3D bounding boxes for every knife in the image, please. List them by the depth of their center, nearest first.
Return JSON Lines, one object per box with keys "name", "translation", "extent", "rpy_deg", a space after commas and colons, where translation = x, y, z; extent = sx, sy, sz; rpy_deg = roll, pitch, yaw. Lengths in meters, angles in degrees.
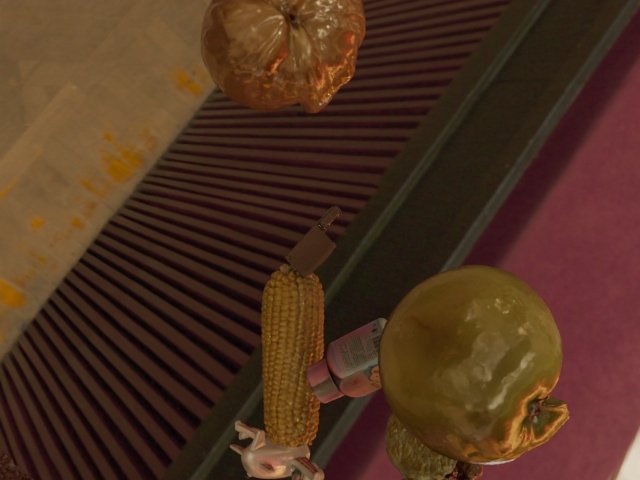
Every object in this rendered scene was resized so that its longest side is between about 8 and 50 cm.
{"name": "knife", "translation": [0.000, 0.000, 1.597], "extent": [0.072, 0.019, 0.245], "rpy_deg": [46, 41, -5]}

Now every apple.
{"name": "apple", "translation": [0.219, 0.201, 1.093], "extent": [0.234, 0.258, 0.295], "rpy_deg": [-20, 122, -24]}

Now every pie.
{"name": "pie", "translation": [0.295, 0.511, 1.903], "extent": [0.105, 0.257, 0.274], "rpy_deg": [64, 26, -43]}

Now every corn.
{"name": "corn", "translation": [-0.062, 0.242, 1.562], "extent": [0.144, 0.144, 0.386], "rpy_deg": [6, 81, -31]}

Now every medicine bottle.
{"name": "medicine bottle", "translation": [0.073, 0.237, 1.382], "extent": [0.188, 0.094, 0.119], "rpy_deg": [-29, 143, 14]}

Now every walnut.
{"name": "walnut", "translation": [-0.065, -0.356, 1.267], "extent": [0.296, 0.285, 0.285], "rpy_deg": [-36, 114, -7]}

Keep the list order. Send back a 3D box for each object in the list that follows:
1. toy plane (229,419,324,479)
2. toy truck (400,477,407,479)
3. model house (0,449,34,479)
{"name": "toy plane", "translation": [-0.104, 0.496, 1.689], "extent": [0.252, 0.252, 0.118], "rpy_deg": [24, 89, -31]}
{"name": "toy truck", "translation": [0.286, 0.792, 1.906], "extent": [0.185, 0.133, 0.338], "rpy_deg": [5, 105, 6]}
{"name": "model house", "translation": [-0.559, 0.486, 1.162], "extent": [0.298, 0.360, 0.338], "rpy_deg": [-17, 100, 16]}
